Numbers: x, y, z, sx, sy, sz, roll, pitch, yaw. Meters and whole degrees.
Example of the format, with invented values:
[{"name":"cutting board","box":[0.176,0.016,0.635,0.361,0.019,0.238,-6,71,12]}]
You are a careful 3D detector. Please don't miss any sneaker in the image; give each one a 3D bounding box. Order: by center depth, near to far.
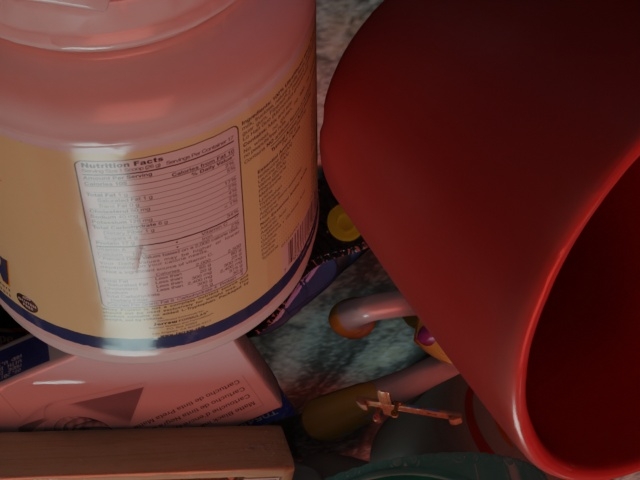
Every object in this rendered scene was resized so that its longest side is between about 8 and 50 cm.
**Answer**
[{"name":"sneaker","box":[0.000,0.000,1.296,0.209,0.069,0.082,-41,174,18]}]

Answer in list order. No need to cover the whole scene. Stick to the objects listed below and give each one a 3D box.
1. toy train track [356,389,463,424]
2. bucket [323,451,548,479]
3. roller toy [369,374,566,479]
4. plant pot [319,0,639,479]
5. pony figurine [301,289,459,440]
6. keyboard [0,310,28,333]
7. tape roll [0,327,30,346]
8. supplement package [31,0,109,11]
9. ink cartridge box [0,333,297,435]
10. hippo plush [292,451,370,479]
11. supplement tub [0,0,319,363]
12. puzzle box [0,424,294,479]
[{"name":"toy train track","box":[0.067,0.134,1.218,0.083,0.014,0.048,7,153,16]},{"name":"bucket","box":[0.089,0.304,1.306,0.281,0.183,0.281,-7,149,-4]},{"name":"roller toy","box":[0.151,0.219,1.526,0.191,0.209,0.146,26,131,-22]},{"name":"plant pot","box":[0.143,-0.036,0.942,0.275,0.243,0.274,-23,132,-27]},{"name":"pony figurine","box":[0.187,0.058,1.264,0.351,0.302,0.363,-9,169,-27]},{"name":"keyboard","box":[-0.259,0.124,1.388,0.317,0.033,0.201,-4,136,-13]},{"name":"tape roll","box":[-0.235,0.057,1.250,0.219,0.072,0.219,-10,138,-9]},{"name":"supplement package","box":[-0.149,-0.270,0.691,0.145,0.261,0.204,4,140,-26]},{"name":"ink cartridge box","box":[-0.151,0.136,1.273,0.223,0.045,0.224,-24,138,7]},{"name":"hippo plush","box":[-0.051,0.301,1.602,0.294,0.234,0.236,3,116,-24]},{"name":"supplement tub","box":[-0.119,-0.099,0.958,0.236,0.235,0.324,-10,144,-7]},{"name":"puzzle box","box":[-0.195,0.320,1.342,0.272,0.052,0.408,1,128,-19]}]
